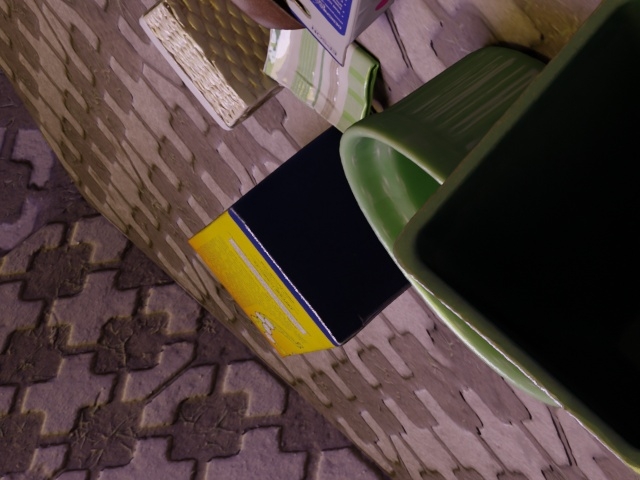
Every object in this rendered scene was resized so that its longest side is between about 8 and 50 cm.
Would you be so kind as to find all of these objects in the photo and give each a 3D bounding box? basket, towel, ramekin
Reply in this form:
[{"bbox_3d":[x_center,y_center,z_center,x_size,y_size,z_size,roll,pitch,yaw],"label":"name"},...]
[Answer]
[{"bbox_3d":[-0.106,-0.224,1.947,0.167,0.113,0.103,51,165,-4],"label":"basket"},{"bbox_3d":[-0.002,-0.181,1.825,0.152,0.023,0.113,41,142,31],"label":"towel"},{"bbox_3d":[0.169,-0.019,1.492,0.303,0.148,0.303,48,167,15],"label":"ramekin"}]

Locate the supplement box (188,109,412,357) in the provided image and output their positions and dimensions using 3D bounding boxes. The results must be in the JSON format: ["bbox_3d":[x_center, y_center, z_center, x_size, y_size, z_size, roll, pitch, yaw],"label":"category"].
[{"bbox_3d":[0.000,0.000,2.023,0.195,0.194,0.356,52,168,-3],"label":"supplement box"}]

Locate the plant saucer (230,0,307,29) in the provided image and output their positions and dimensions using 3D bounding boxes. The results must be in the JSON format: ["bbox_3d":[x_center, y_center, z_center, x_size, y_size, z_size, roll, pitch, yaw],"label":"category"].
[{"bbox_3d":[-0.088,-0.276,1.739,0.198,0.036,0.198,46,-167,-14],"label":"plant saucer"}]

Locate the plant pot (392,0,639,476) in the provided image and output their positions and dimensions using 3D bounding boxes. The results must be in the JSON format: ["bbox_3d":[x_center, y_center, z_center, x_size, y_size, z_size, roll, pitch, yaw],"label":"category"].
[{"bbox_3d":[0.251,0.025,1.169,0.248,0.247,0.252,42,-178,34],"label":"plant pot"}]

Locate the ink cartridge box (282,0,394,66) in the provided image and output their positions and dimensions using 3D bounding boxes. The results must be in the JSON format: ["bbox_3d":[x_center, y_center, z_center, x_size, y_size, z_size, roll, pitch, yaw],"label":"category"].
[{"bbox_3d":[-0.002,-0.292,1.512,0.176,0.069,0.371,49,165,9],"label":"ink cartridge box"}]
